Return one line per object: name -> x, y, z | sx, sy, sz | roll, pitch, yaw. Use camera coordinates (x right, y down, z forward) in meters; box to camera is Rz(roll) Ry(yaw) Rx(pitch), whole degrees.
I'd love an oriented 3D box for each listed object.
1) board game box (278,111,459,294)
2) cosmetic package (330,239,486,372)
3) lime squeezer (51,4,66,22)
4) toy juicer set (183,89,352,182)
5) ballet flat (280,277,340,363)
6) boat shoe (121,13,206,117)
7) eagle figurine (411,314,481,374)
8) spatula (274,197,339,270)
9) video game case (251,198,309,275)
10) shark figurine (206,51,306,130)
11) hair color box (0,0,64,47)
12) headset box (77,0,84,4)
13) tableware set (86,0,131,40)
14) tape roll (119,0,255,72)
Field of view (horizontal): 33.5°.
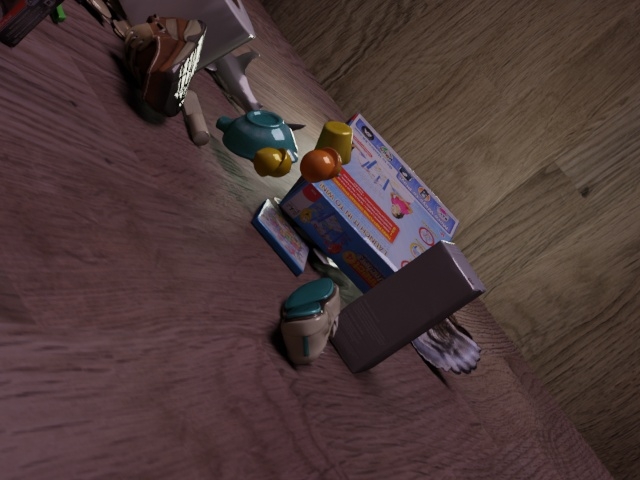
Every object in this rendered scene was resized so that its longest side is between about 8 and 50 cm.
board game box -> 0.102, -0.051, 2.017 | 0.308, 0.086, 0.302 | 47, 35, -9
cosmetic package -> 0.134, 0.105, 1.680 | 0.107, 0.238, 0.127 | 54, 10, 13
lime squeezer -> -0.454, -0.450, 1.604 | 0.310, 0.059, 0.110 | 54, 41, 5
toy juicer set -> -0.111, -0.159, 1.838 | 0.329, 0.089, 0.209 | 13, 30, 0
ballet flat -> -0.012, 0.117, 1.506 | 0.086, 0.086, 0.248 | 51, 12, -3
boat shoe -> -0.264, -0.290, 1.716 | 0.120, 0.123, 0.324 | 17, 21, -7
eagle figurine -> 0.231, 0.130, 2.272 | 0.226, 0.225, 0.298 | -21, 106, -39
spatula -> 0.000, 0.000, 2.015 | 0.168, 0.019, 0.242 | 47, 8, 21
video game case -> -0.066, -0.007, 1.818 | 0.119, 0.015, 0.166 | 50, 11, -8
shark figurine -> -0.156, -0.344, 2.300 | 0.278, 0.116, 0.166 | 53, 12, 17
hair color box -> -0.394, -0.333, 1.311 | 0.167, 0.093, 0.053 | 56, 12, 23
headset box -> -0.382, -0.434, 1.719 | 0.062, 0.083, 0.032 | 41, 15, -48
tableware set -> -0.374, -0.408, 1.841 | 0.141, 0.020, 0.169 | 40, 16, -46
tape roll -> -0.252, -0.441, 1.956 | 0.246, 0.169, 0.246 | 58, 9, -14
